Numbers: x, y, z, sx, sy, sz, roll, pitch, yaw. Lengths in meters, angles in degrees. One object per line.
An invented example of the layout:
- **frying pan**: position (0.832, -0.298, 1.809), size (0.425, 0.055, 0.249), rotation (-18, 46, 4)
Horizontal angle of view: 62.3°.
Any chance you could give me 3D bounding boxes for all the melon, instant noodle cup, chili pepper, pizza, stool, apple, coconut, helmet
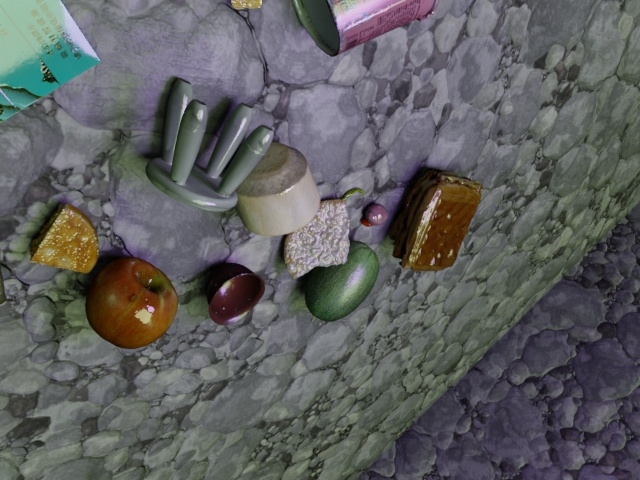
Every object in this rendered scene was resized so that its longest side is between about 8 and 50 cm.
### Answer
- **melon**: position (0.057, 0.130, 1.596), size (0.288, 0.182, 0.182), rotation (-50, 141, -2)
- **instant noodle cup**: position (0.080, -0.511, 1.070), size (0.231, 0.243, 0.243), rotation (-32, 138, -8)
- **chili pepper**: position (0.093, -0.135, 1.542), size (0.083, 0.017, 0.030), rotation (-28, 137, -18)
- **pizza**: position (-0.521, 0.000, 1.070), size (0.134, 0.046, 0.175), rotation (-17, 131, -33)
- **stool**: position (-0.225, -0.187, 1.067), size (0.195, 0.195, 0.199), rotation (17, 111, -34)
- **apple**: position (-0.419, 0.142, 1.171), size (0.196, 0.196, 0.196), rotation (-24, 135, -27)
- **coconut**: position (-0.105, -0.109, 1.245), size (0.202, 0.202, 0.222), rotation (-33, 135, -18)
- **helmet**: position (-0.238, 0.127, 1.383), size (0.155, 0.106, 0.175), rotation (-10, 129, -34)

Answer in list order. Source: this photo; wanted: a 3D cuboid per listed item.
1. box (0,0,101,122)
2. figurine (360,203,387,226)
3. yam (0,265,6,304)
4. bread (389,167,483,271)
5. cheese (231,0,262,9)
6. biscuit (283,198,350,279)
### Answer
- **box**: position (-0.498, -0.301, 0.850), size (0.226, 0.042, 0.161), rotation (-38, 138, -13)
- **figurine**: position (0.172, -0.080, 1.620), size (0.083, 0.067, 0.071), rotation (-43, 164, -32)
- **yam**: position (-0.625, 0.031, 1.016), size (0.029, 0.027, 0.234), rotation (6, 122, -11)
- **bread**: position (0.359, -0.070, 1.719), size (0.277, 0.167, 0.325), rotation (3, 110, -43)
- **cheese**: position (-0.134, -0.562, 0.949), size (0.177, 0.069, 0.270), rotation (-20, 127, -33)
- **biscuit**: position (0.000, 0.000, 1.492), size (0.188, 0.040, 0.265), rotation (39, 88, -17)
